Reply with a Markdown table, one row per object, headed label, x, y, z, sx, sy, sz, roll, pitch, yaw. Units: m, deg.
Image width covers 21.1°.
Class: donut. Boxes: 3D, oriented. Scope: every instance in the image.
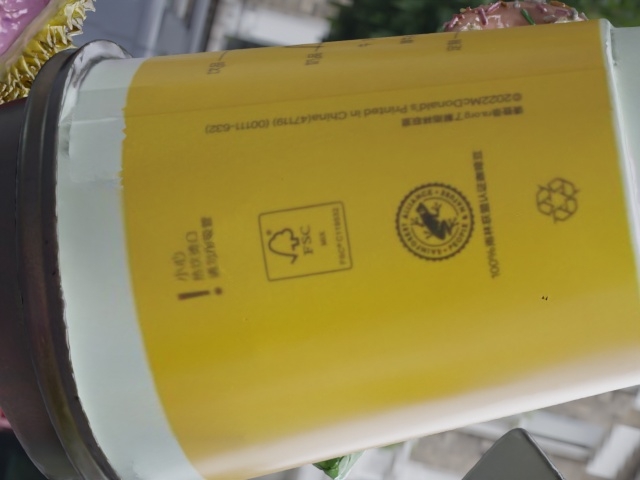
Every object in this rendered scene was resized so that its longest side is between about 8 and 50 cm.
| label | x | y | z | sx | sy | sz | roll | pitch | yaw |
| --- | --- | --- | --- | --- | --- | --- | --- | --- | --- |
| donut | 0.189 | -0.209 | 1.760 | 0.117 | 0.166 | 0.065 | -126 | -151 | -64 |

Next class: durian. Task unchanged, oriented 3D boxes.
| label | x | y | z | sx | sy | sz | roll | pitch | yaw |
| --- | --- | --- | --- | --- | --- | --- | --- | --- | --- |
| durian | -0.235 | -0.207 | 1.313 | 0.182 | 0.132 | 0.165 | 54 | -26 | 30 |

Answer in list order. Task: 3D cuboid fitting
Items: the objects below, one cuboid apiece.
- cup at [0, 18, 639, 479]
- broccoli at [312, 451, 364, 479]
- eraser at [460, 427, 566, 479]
| label | x | y | z | sx | sy | sz | roll | pitch | yaw |
| --- | --- | --- | --- | --- | --- | --- | --- | --- | --- |
| cup | 0.013 | 0.002 | 0.679 | 0.196 | 0.279 | 0.196 | -9 | 90 | -80 |
| broccoli | 0.040 | 0.119 | 1.516 | 0.194 | 0.219 | 0.194 | -56 | -172 | 13 |
| eraser | 0.055 | 0.280 | 1.189 | 0.352 | 0.061 | 0.089 | -50 | -134 | 14 |
